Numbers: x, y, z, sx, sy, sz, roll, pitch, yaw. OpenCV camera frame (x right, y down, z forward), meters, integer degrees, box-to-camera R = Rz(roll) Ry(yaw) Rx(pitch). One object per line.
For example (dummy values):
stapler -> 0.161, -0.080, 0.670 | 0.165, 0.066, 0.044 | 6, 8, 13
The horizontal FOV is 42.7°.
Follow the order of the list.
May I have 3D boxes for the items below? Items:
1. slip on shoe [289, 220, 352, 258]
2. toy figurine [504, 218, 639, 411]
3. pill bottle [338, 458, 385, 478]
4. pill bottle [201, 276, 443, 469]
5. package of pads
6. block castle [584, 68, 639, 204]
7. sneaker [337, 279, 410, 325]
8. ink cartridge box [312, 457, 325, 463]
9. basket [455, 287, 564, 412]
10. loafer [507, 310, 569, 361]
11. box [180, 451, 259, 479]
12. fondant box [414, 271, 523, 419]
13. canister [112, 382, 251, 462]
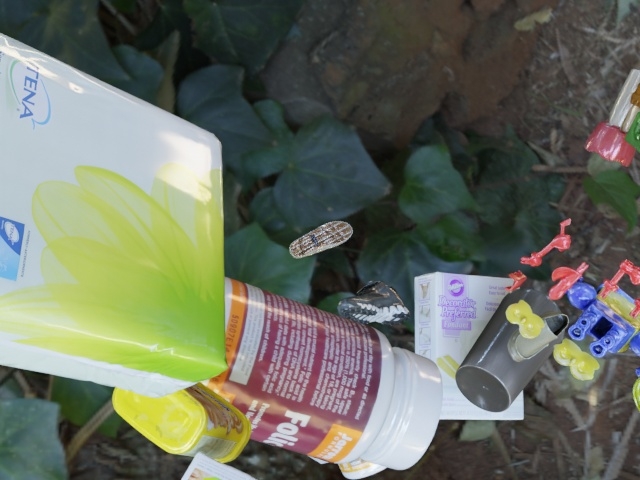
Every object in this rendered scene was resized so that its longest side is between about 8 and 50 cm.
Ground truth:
slip on shoe -> 0.000, 0.000, 1.676 | 0.135, 0.041, 0.051 | -26, 85, -6
toy figurine -> 0.487, 0.122, 1.259 | 0.363, 0.217, 0.191 | 40, 116, 22
pill bottle -> 0.074, 0.408, 1.950 | 0.162, 0.162, 0.278 | -25, 89, 31
pill bottle -> -0.024, 0.218, 1.283 | 0.224, 0.392, 0.224 | -58, 20, 35
package of pads -> -0.209, -0.025, 0.607 | 0.101, 0.297, 0.229 | -31, 50, 37
block castle -> 0.596, -0.093, 1.237 | 0.303, 0.453, 0.212 | 21, 109, -1
sneaker -> 0.115, 0.143, 1.950 | 0.078, 0.234, 0.106 | -37, 59, 34
ink cartridge box -> 0.031, 0.361, 1.711 | 0.128, 0.128, 0.176 | -15, 60, 14
basket -> 0.396, 0.243, 1.739 | 0.154, 0.227, 0.204 | 31, 142, 21
loafer -> 0.407, 0.172, 1.527 | 0.056, 0.148, 0.050 | 54, 152, 1
box -> -0.129, 0.354, 0.879 | 0.114, 0.103, 0.203 | 19, 55, 19
fondant box -> 0.344, 0.248, 1.902 | 0.096, 0.238, 0.330 | 157, 116, -63
canister -> -0.164, 0.211, 0.991 | 0.126, 0.170, 0.073 | 32, 82, 19
